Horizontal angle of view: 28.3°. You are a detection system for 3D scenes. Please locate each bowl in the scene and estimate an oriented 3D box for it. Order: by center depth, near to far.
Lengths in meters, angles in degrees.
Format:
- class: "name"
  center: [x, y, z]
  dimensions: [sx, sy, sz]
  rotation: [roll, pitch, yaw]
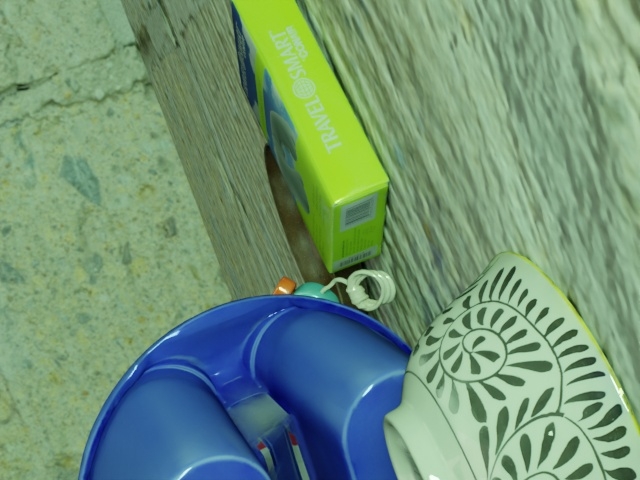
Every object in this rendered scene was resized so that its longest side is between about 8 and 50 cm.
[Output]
- class: "bowl"
  center: [0.078, 0.097, 0.563]
  dimensions: [0.170, 0.080, 0.170]
  rotation: [160, 90, -80]

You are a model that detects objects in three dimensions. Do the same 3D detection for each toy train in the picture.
- class: "toy train"
  center: [0.024, 0.090, 0.855]
  dimensions: [0.046, 0.125, 0.166]
  rotation: [-54, -46, -62]

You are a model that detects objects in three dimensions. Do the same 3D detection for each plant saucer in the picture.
- class: "plant saucer"
  center: [0.000, 0.000, 0.972]
  dimensions: [0.168, 0.029, 0.168]
  rotation: [160, 90, -81]

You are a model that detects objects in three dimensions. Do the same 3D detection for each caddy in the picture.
- class: "caddy"
  center: [-0.001, 0.202, 0.763]
  dimensions: [0.179, 0.241, 0.341]
  rotation: [20, 130, 68]

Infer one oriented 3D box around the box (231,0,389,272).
- class: "box"
  center: [-0.011, -0.080, 0.813]
  dimensions: [0.109, 0.042, 0.178]
  rotation: [90, 156, -66]
